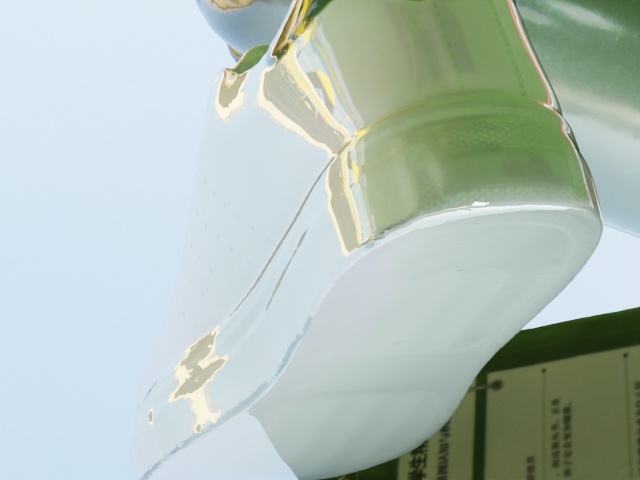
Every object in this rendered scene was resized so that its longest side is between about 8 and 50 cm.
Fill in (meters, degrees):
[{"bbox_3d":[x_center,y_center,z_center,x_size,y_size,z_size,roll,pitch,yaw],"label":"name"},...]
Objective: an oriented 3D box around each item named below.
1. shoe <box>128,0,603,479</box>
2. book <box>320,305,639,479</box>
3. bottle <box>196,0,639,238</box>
[{"bbox_3d":[0.000,0.000,0.477,0.095,0.265,0.110,-2,-112,-23],"label":"shoe"},{"bbox_3d":[0.110,0.104,0.504,0.264,0.027,0.202,-13,-133,22],"label":"book"},{"bbox_3d":[0.103,-0.116,0.870,0.347,0.168,0.168,19,-146,-18],"label":"bottle"}]
